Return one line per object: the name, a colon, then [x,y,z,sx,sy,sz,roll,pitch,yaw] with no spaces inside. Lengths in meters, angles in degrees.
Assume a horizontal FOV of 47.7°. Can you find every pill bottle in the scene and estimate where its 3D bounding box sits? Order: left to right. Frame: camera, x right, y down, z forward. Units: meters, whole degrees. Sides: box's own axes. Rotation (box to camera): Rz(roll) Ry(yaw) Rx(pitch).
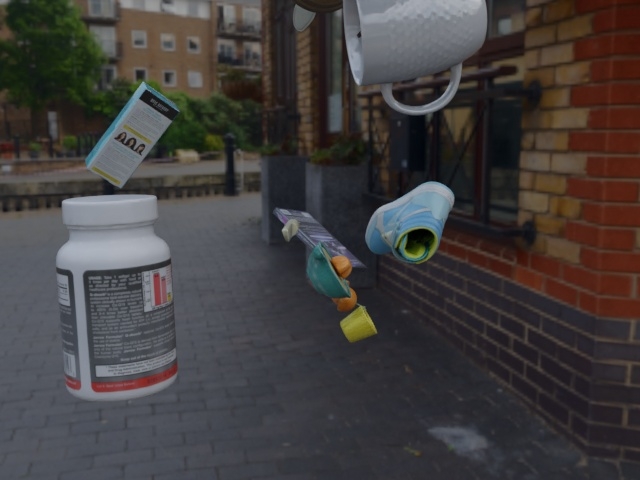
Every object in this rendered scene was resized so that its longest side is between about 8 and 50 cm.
pill bottle: [-0.384,0.101,1.365,0.210,0.363,0.210,-1,8,0]

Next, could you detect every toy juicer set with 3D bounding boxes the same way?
toy juicer set: [0.017,0.048,1.549,0.089,0.329,0.209,-30,26,6]

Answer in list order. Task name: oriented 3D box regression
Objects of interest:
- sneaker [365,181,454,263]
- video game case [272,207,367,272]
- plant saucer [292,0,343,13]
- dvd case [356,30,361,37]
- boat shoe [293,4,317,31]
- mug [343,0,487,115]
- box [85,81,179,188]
sneaker: [0.203,-0.005,1.878,0.127,0.208,0.319,33,-41,-13]
video game case: [0.000,0.000,2.165,0.274,0.026,0.196,44,17,22]
plant saucer: [0.008,-0.770,1.990,0.278,0.277,0.041,-4,15,-22]
dvd case: [0.139,-0.556,1.881,0.087,0.013,0.119,-29,9,2]
boat shoe: [-0.026,-0.876,2.621,0.095,0.254,0.079,37,41,17]
mug: [0.248,-0.510,1.871,0.328,0.374,0.276,-9,21,-4]
box: [-0.456,-0.252,1.746,0.100,0.244,0.060,33,12,-34]
